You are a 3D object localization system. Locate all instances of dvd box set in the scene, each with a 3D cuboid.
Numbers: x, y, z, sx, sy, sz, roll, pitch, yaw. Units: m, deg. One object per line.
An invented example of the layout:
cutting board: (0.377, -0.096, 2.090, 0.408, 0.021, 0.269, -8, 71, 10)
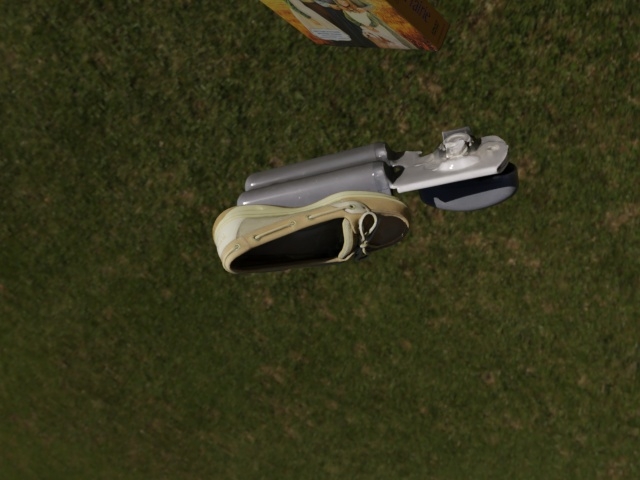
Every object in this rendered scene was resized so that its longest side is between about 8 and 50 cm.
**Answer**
dvd box set: (-0.016, -0.440, 1.204, 0.307, 0.062, 0.420, 17, 176, 40)

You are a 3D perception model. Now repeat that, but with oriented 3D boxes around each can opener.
can opener: (0.059, -0.047, 0.751, 0.283, 0.076, 0.095, -12, 122, 17)

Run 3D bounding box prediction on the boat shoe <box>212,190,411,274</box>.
boat shoe: (0.000, -0.002, 0.534, 0.153, 0.048, 0.056, -3, 126, -19)
